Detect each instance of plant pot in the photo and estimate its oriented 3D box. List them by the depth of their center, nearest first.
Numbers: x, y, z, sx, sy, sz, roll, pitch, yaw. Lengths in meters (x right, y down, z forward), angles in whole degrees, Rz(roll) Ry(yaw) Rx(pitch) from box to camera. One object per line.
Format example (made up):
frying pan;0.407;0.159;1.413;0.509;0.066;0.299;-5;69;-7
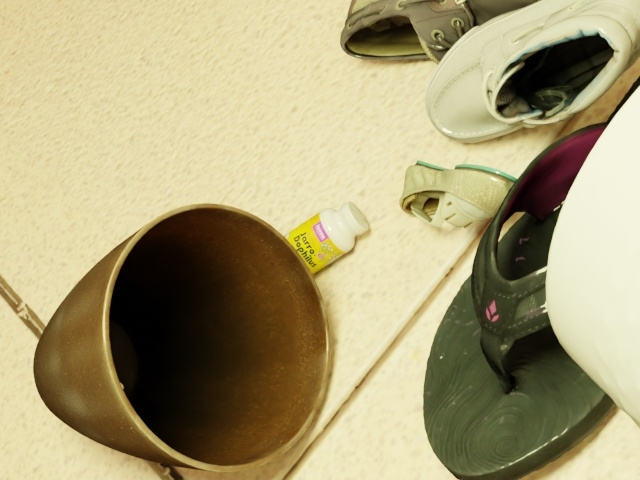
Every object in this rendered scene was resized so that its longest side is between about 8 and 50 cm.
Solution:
plant pot;-0.146;0.096;1.255;0.230;0.215;0.215;-17;48;50

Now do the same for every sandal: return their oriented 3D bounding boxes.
sandal;0.203;-0.026;1.088;0.445;0.107;0.167;-54;40;-7

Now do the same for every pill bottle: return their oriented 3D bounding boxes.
pill bottle;0.000;0.000;1.299;0.083;0.043;0.043;-34;42;18

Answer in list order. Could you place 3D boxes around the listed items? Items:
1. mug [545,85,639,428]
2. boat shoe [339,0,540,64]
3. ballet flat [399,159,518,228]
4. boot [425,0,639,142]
mug;0.311;0.099;0.806;0.328;0.276;0.374;47;125;43
boat shoe;0.122;-0.195;1.303;0.285;0.103;0.092;11;73;50
ballet flat;0.112;-0.032;1.201;0.052;0.057;0.168;-66;19;-3
boot;0.155;-0.130;1.161;0.258;0.095;0.123;-32;8;46
